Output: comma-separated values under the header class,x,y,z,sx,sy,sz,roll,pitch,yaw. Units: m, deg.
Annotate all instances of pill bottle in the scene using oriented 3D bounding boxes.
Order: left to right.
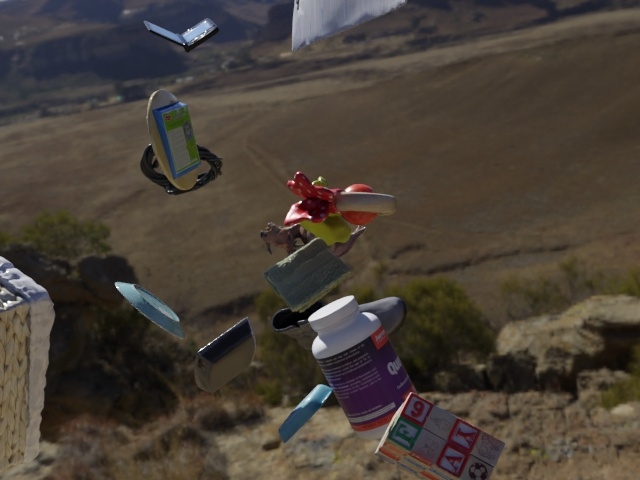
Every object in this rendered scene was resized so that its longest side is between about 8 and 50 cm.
class,x,y,z,sx,sy,sz,roll,pitch,yaw
pill bottle,0.100,0.303,2.003,0.182,0.322,0.181,-27,6,3

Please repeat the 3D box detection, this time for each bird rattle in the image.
class,x,y,z,sx,sy,sz,roll,pitch,yaw
bird rattle,0.043,-0.079,1.596,0.207,0.143,0.253,0,-10,5

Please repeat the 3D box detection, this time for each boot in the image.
class,x,y,z,sx,sy,sz,roll,pitch,yaw
boot,0.054,0.220,2.289,0.338,0.223,0.118,-26,54,18

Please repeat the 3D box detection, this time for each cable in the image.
class,x,y,z,sx,sy,sz,roll,pitch,yaw
cable,-0.306,-0.172,1.854,0.185,0.150,0.047,-12,44,21

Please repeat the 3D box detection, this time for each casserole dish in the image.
class,x,y,z,sx,sy,sz,roll,pitch,yaw
casserole dish,-0.040,0.406,1.964,0.188,0.037,0.114,-50,-3,34

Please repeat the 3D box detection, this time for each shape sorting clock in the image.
class,x,y,z,sx,sy,sz,roll,pitch,yaw
shape sorting clock,-0.296,-0.201,1.668,0.040,0.206,0.206,-8,16,14

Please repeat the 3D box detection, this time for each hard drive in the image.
class,x,y,z,sx,sy,sz,roll,pitch,yaw
hard drive,-0.238,0.301,2.107,0.172,0.054,0.254,-35,-19,-23

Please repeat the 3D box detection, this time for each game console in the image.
class,x,y,z,sx,sy,sz,roll,pitch,yaw
game console,-0.254,-0.391,1.513,0.107,0.071,0.122,-34,28,-1

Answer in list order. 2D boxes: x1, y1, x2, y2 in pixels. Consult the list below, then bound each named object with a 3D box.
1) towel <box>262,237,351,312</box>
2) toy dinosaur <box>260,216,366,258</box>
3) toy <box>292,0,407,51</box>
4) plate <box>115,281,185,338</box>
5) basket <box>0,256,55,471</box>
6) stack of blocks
class,x,y,z,sx,sy,sz,roll,pitch,yaw
towel,-0.024,0.064,1.568,0.148,0.027,0.110,-33,67,-25
toy dinosaur,0.000,0.000,2.298,0.296,0.127,0.200,15,59,38
toy,0.048,-0.329,1.053,0.056,0.136,0.237,5,-6,-32
plate,-0.357,0.141,1.772,0.024,0.188,0.188,-51,22,-3
basket,-0.618,0.179,1.251,0.328,0.331,0.266,28,28,26
stack of blocks,0.198,0.366,1.451,0.171,0.087,0.297,28,-17,8
